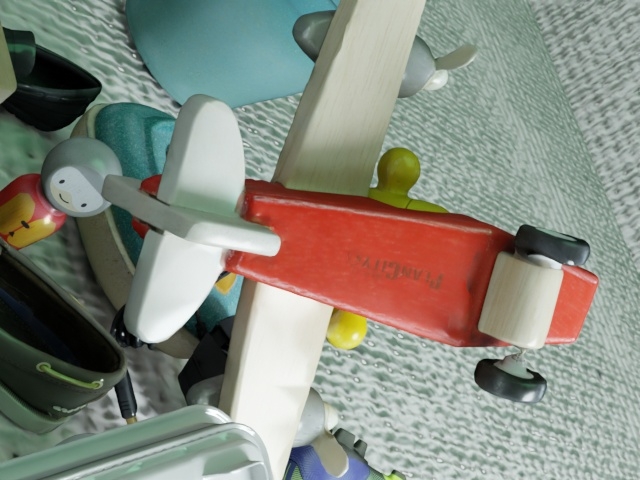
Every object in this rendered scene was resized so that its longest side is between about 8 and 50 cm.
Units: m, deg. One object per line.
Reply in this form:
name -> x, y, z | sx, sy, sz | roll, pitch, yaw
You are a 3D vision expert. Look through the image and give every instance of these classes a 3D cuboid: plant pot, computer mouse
plant pot -> -0.070, -0.275, 1.699 | 0.272, 0.255, 0.271 | 43, 29, -31
computer mouse -> -0.099, 0.142, 1.318 | 0.184, 0.060, 0.262 | -37, 127, -46

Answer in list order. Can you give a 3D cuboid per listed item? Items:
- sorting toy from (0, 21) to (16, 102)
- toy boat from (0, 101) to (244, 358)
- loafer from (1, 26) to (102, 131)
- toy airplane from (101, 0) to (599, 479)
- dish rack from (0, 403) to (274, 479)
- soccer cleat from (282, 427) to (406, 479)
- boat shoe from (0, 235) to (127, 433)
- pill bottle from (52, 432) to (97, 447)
sorting toy -> -0.395, -0.222, 1.180 | 0.255, 0.089, 0.257 | 8, 54, -47
toy boat -> -0.168, -0.024, 1.365 | 0.318, 0.148, 0.267 | 8, 56, -60
loafer -> -0.295, -0.170, 1.366 | 0.223, 0.078, 0.076 | 28, 40, -49
toy airplane -> 0.000, 0.000, 1.243 | 0.384, 0.386, 0.272 | 61, -7, -18
dish rack -> -0.127, 0.275, 1.035 | 0.333, 0.072, 0.285 | -12, 91, -50
soccer cleat -> 0.028, 0.274, 1.516 | 0.121, 0.093, 0.289 | -61, 143, -13
boat shoe -> -0.278, 0.030, 1.164 | 0.305, 0.091, 0.109 | 47, 28, -27
pill bottle -> -0.133, 0.246, 1.174 | 0.215, 0.117, 0.117 | 40, 31, -37
